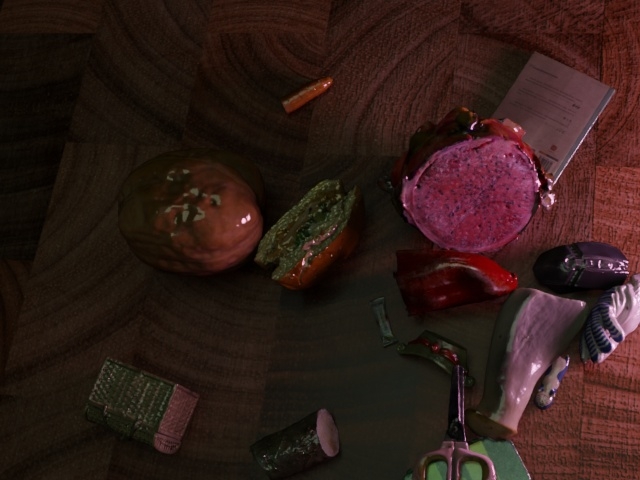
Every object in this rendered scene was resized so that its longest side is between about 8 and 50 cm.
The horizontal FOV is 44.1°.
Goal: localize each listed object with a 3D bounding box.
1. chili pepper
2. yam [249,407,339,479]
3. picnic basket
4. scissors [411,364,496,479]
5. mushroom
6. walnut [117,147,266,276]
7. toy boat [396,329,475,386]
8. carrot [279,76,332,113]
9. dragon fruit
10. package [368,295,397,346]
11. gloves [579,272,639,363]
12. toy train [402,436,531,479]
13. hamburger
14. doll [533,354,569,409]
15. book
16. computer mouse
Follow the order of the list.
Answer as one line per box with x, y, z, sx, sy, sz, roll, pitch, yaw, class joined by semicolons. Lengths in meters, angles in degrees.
0.275;0.073;1.626;0.253;0.136;0.144;-10;92;27;chili pepper
-0.054;0.434;1.645;0.183;0.107;0.107;-26;67;7;yam
-0.396;0.368;1.736;0.196;0.134;0.154;17;73;19;picnic basket
0.256;0.383;1.493;0.160;0.024;0.317;-5;56;23;scissors
0.401;0.246;1.575;0.159;0.122;0.328;17;75;37;mushroom
-0.293;-0.064;1.776;0.344;0.306;0.306;-6;70;11;walnut
0.247;0.238;1.644;0.185;0.089;0.071;24;96;31;toy boat
-0.034;-0.365;1.945;0.139;0.048;0.048;-31;67;0;carrot
0.294;-0.156;1.663;0.296;0.314;0.263;-49;20;24;dragon fruit
0.137;0.177;1.728;0.037;0.015;0.110;-22;66;12;package
0.589;0.159;1.574;0.229;0.119;0.097;-46;38;-21;gloves
0.289;0.512;1.497;0.299;0.167;0.238;-27;61;3;toy train
0.000;0.000;1.750;0.283;0.156;0.144;-45;47;-9;hamburger
0.469;0.284;1.598;0.037;0.027;0.125;22;78;26;doll
0.500;-0.273;1.785;0.215;0.025;0.282;34;83;21;book
0.540;0.054;1.641;0.192;0.062;0.105;-1;72;15;computer mouse
